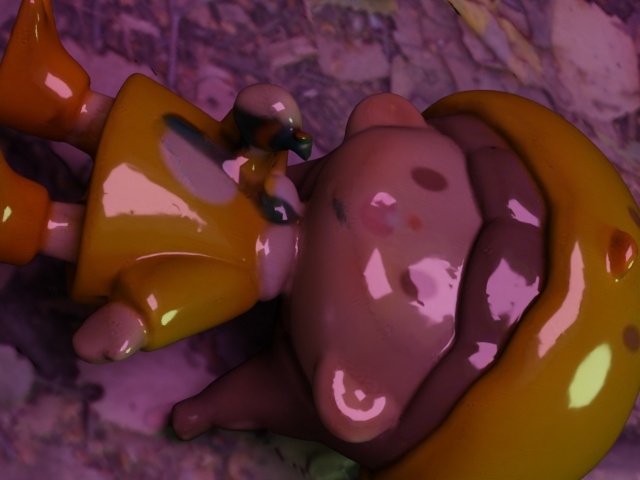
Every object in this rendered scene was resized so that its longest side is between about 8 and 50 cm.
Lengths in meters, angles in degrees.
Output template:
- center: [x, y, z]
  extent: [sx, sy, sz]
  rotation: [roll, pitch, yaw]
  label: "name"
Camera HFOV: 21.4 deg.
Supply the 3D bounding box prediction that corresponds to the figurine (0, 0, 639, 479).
- center: [0.000, 0.000, 0.809]
  extent: [0.343, 0.187, 0.215]
  rotation: [22, 68, -14]
  label: "figurine"
